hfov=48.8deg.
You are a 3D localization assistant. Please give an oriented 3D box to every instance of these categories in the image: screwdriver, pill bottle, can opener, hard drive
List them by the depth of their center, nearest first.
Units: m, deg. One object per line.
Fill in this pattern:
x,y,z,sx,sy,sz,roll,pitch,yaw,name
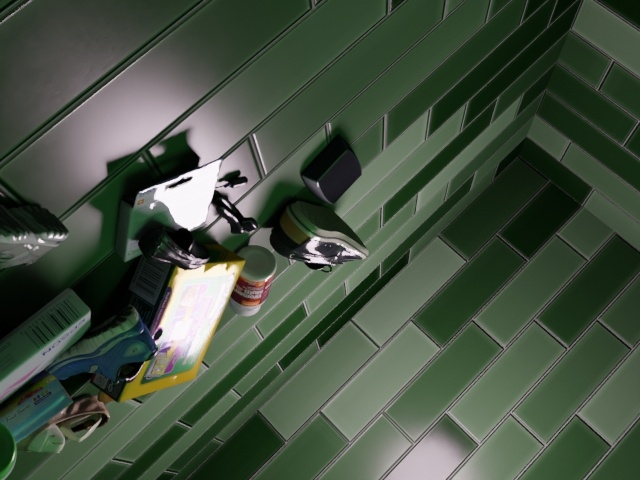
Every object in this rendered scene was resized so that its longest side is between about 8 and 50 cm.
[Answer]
-0.232,-0.120,1.625,0.170,0.024,0.025,-27,125,-43,screwdriver
-0.216,-0.066,1.730,0.073,0.059,0.186,-22,154,10,can opener
0.042,-0.192,2.038,0.172,0.054,0.254,-46,162,-1,hard drive
-0.203,0.122,2.045,0.121,0.121,0.221,-34,158,-34,pill bottle

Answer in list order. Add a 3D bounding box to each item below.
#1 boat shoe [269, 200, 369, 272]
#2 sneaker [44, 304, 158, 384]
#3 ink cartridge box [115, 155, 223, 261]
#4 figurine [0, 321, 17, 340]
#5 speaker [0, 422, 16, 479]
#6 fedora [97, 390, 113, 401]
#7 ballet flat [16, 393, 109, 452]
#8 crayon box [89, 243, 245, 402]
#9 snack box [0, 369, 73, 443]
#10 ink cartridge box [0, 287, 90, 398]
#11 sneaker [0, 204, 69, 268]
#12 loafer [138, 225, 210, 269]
0.000,0.000,2.169,0.156,0.187,0.500,-46,158,14,boat shoe
-0.475,0.259,1.530,0.330,0.147,0.130,-24,-160,38,sneaker
-0.318,-0.077,1.474,0.223,0.045,0.224,-29,157,-39,ink cartridge box
-0.662,0.214,1.269,0.215,0.092,0.209,-42,166,-11,figurine
-0.642,0.429,1.280,0.131,0.131,0.296,-27,165,-46,speaker
-0.519,0.336,1.851,0.194,0.079,0.194,-42,162,-17,fedora
-0.659,0.475,1.789,0.107,0.106,0.316,-55,160,25,ballet flat
-0.364,0.190,1.732,0.362,0.106,0.313,-65,159,11,crayon box
-0.629,0.344,1.458,0.174,0.070,0.207,-37,-161,-29,snack box
-0.585,0.245,1.349,0.324,0.071,0.330,-42,179,-22,ink cartridge box
-0.515,0.005,1.108,0.115,0.105,0.281,-49,163,8,sneaker
-0.298,0.014,1.517,0.078,0.076,0.223,-40,160,13,loafer
